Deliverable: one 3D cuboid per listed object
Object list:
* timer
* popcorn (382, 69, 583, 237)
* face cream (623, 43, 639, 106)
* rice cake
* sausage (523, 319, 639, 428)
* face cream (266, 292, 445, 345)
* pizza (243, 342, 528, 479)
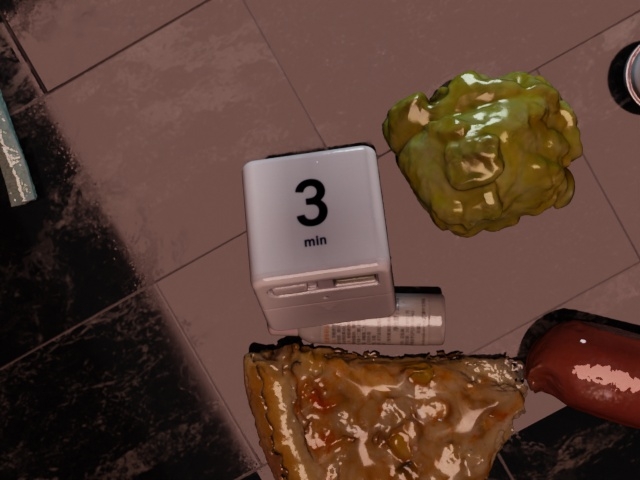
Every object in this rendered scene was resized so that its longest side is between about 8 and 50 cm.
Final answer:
[{"bbox_3d":[0.000,0.000,1.735,0.193,0.194,0.195,-8,64,3],"label":"timer"},{"bbox_3d":[0.239,-0.131,1.733,0.250,0.235,0.241,-12,73,-24],"label":"popcorn"},{"bbox_3d":[0.500,-0.241,1.766,0.117,0.104,0.117,0,95,2],"label":"face cream"},{"bbox_3d":[-0.491,-0.171,1.847,0.045,0.042,0.245,-20,94,1],"label":"rice cake"},{"bbox_3d":[0.436,0.198,1.793,0.255,0.148,0.148,18,96,1],"label":"sausage"},{"bbox_3d":[0.053,0.117,1.831,0.269,0.082,0.081,2,95,3],"label":"face cream"},{"bbox_3d":[0.090,0.358,1.855,0.435,0.080,0.391,4,95,4],"label":"pizza"}]
